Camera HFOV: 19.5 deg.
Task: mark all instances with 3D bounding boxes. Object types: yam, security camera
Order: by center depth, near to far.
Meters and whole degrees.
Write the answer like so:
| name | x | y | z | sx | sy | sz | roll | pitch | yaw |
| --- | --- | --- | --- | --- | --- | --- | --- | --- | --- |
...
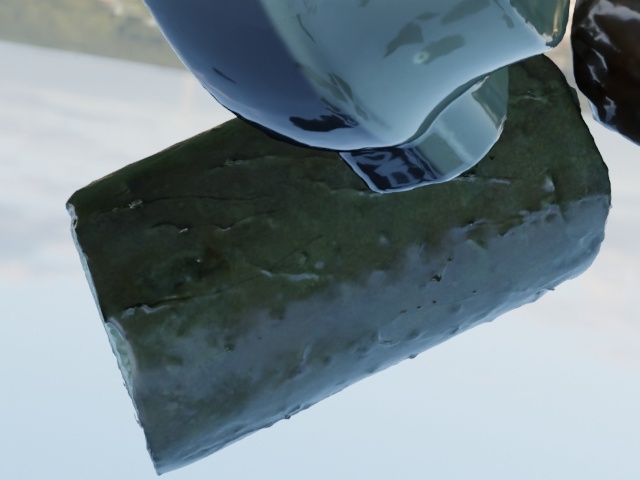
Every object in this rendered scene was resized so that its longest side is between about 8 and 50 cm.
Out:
| name | x | y | z | sx | sy | sz | roll | pitch | yaw |
| --- | --- | --- | --- | --- | --- | --- | --- | --- | --- |
| security camera | 0.084 | -0.151 | 0.535 | 0.277 | 0.197 | 0.191 | -16 | 151 | 19 |
| yam | 0.000 | 0.000 | 0.965 | 0.268 | 0.161 | 0.161 | -26 | -162 | -16 |

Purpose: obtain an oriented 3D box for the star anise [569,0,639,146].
| name | x | y | z | sx | sy | sz | roll | pitch | yaw |
| --- | --- | --- | --- | --- | --- | --- | --- | --- | --- |
| star anise | 0.255 | -0.041 | 0.976 | 0.257 | 0.198 | 0.110 | 12 | 143 | -27 |
